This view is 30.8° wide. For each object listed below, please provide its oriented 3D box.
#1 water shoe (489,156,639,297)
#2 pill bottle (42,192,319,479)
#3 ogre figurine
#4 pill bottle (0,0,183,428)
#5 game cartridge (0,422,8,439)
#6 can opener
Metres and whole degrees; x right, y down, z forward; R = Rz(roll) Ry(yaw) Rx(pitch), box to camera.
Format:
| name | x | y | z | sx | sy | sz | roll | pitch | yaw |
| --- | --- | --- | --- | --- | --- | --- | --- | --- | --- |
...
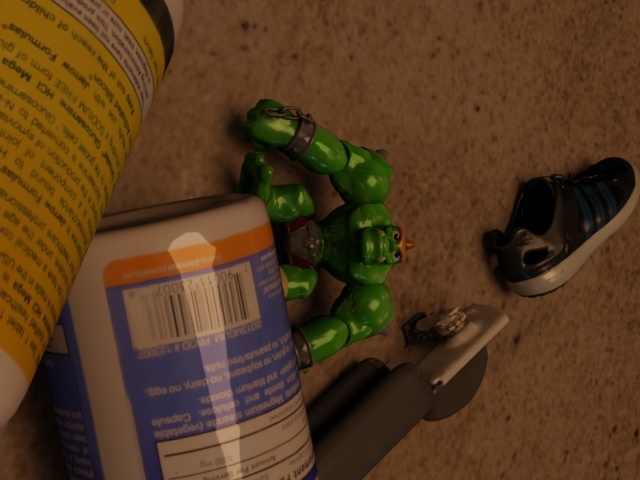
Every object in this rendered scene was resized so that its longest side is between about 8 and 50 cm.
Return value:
| name | x | y | z | sx | sy | sz | roll | pitch | yaw |
| --- | --- | --- | --- | --- | --- | --- | --- | --- | --- |
| water shoe | 0.232 | -0.033 | 1.078 | 0.203 | 0.073 | 0.080 | -47 | 116 | -35 |
| pill bottle | -0.083 | 0.117 | 0.718 | 0.152 | 0.152 | 0.272 | -17 | 101 | -43 |
| ogre figurine | 0.000 | 0.000 | 0.848 | 0.118 | 0.097 | 0.197 | -2 | 74 | -26 |
| pill bottle | -0.205 | -0.020 | 0.565 | 0.188 | 0.188 | 0.334 | 39 | 57 | -35 |
| game cartridge | -0.211 | 0.099 | 0.691 | 0.056 | 0.017 | 0.083 | 31 | 68 | -35 |
| can opener | 0.056 | 0.134 | 0.902 | 0.280 | 0.074 | 0.093 | -34 | 112 | -39 |
